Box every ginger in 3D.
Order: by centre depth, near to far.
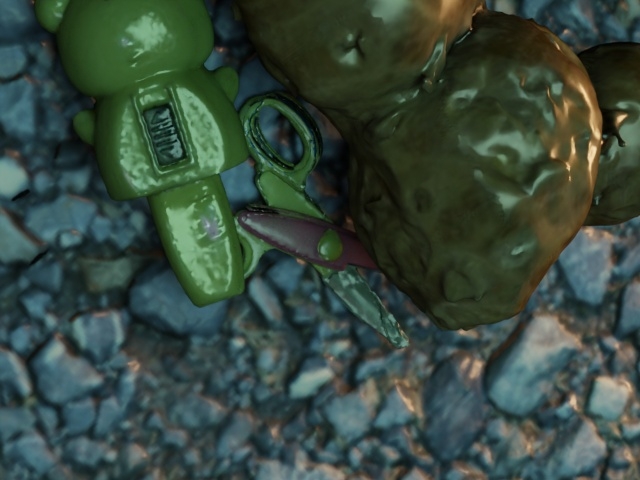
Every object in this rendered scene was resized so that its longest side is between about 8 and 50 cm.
[{"bbox_3d":[0.070,-0.112,0.974,0.375,0.176,0.256,44,62,-20],"label":"ginger"}]

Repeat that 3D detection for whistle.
[{"bbox_3d":[-0.093,-0.071,0.947,0.105,0.085,0.227,-19,101,-3],"label":"whistle"}]

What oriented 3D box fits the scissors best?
[{"bbox_3d":[0.000,0.000,1.033,0.187,0.020,0.133,35,80,-21],"label":"scissors"}]
